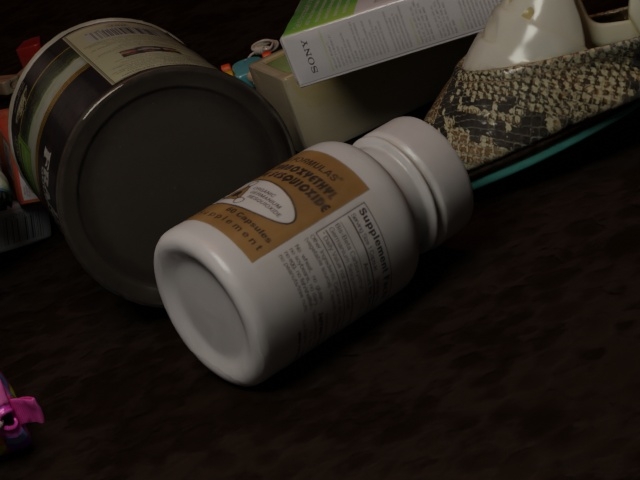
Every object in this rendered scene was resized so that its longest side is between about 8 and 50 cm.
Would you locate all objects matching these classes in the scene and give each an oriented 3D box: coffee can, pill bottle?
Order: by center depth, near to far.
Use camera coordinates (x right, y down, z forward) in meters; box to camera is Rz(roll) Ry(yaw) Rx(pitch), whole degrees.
[{"bbox_3d":[0.000,0.000,1.432,0.229,0.131,0.131,-32,24,-29],"label":"pill bottle"},{"bbox_3d":[-0.152,-0.075,1.660,0.201,0.202,0.275,-24,20,-10],"label":"coffee can"}]

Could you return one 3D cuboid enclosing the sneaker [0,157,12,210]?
[{"bbox_3d":[-0.335,-0.067,1.781,0.085,0.086,0.237,-8,9,-14],"label":"sneaker"}]

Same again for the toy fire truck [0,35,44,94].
[{"bbox_3d":[-0.422,-0.194,2.416,0.135,0.047,0.192,-15,22,10],"label":"toy fire truck"}]

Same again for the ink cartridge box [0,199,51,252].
[{"bbox_3d":[-0.411,0.004,1.821,0.224,0.045,0.223,-3,9,29],"label":"ink cartridge box"}]

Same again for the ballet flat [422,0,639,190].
[{"bbox_3d":[0.272,-0.183,1.568,0.482,0.182,0.164,-16,18,11],"label":"ballet flat"}]

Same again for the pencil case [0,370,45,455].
[{"bbox_3d":[-0.326,0.155,1.395,0.236,0.104,0.104,-27,22,-16],"label":"pencil case"}]

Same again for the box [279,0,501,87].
[{"bbox_3d":[0.134,-0.243,1.752,0.322,0.058,0.232,-15,20,14],"label":"box"}]

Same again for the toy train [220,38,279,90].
[{"bbox_3d":[-0.026,-0.177,2.023,0.166,0.046,0.125,6,32,44],"label":"toy train"}]

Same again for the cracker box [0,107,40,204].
[{"bbox_3d":[-0.202,-0.104,1.900,0.232,0.067,0.156,-11,18,-15],"label":"cracker box"}]

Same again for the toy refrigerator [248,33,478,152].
[{"bbox_3d":[0.074,-0.185,1.878,0.269,0.094,0.102,-25,21,-14],"label":"toy refrigerator"}]
